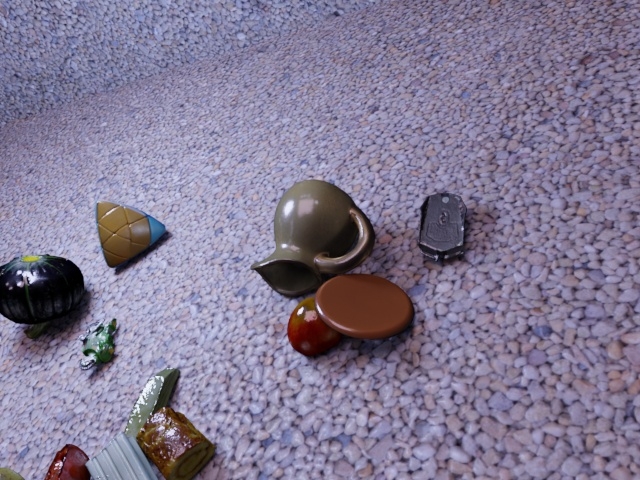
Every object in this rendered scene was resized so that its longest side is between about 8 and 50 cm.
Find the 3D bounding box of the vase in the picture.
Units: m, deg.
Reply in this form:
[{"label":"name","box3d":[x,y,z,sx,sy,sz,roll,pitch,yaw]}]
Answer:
[{"label":"vase","box3d":[0.000,0.000,1.796,0.329,0.241,0.302,7,60,37]}]

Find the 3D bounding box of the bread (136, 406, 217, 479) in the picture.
[{"label":"bread","box3d":[-0.353,0.489,1.578,0.132,0.103,0.172,-45,44,-17]}]

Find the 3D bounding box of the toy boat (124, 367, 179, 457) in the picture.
[{"label":"toy boat","box3d":[-0.453,0.450,1.722,0.093,0.055,0.293,-6,45,24]}]

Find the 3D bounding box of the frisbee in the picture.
[{"label":"frisbee","box3d":[0.109,0.157,1.626,0.251,0.021,0.250,3,34,-2]}]

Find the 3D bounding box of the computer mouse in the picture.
[{"label":"computer mouse","box3d":[0.328,-0.033,1.754,0.126,0.071,0.231,0,56,13]}]

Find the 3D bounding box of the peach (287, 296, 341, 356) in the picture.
[{"label":"peach","box3d":[-0.026,0.220,1.655,0.118,0.151,0.151,-33,37,-25]}]

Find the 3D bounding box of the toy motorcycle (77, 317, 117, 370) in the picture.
[{"label":"toy motorcycle","box3d":[-0.677,0.315,2.001,0.106,0.074,0.190,-15,39,3]}]

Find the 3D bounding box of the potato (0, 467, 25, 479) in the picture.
[{"label":"potato","box3d":[-0.829,0.680,1.636,0.197,0.148,0.228,2,44,14]}]

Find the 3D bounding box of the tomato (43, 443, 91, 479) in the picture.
[{"label":"tomato","box3d":[-0.626,0.611,1.600,0.228,0.101,0.228,-46,27,32]}]

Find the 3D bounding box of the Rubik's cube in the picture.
[{"label":"Rubik's cube","box3d":[-0.717,-0.067,2.326,0.254,0.254,0.254,-17,40,15]}]

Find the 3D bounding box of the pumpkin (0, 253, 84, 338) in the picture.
[{"label":"pumpkin","box3d":[-0.937,0.188,2.196,0.296,0.296,0.295,-17,40,15]}]

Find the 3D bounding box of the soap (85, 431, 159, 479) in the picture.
[{"label":"soap","box3d":[-0.458,0.567,1.549,0.119,0.066,0.198,-43,54,-5]}]
